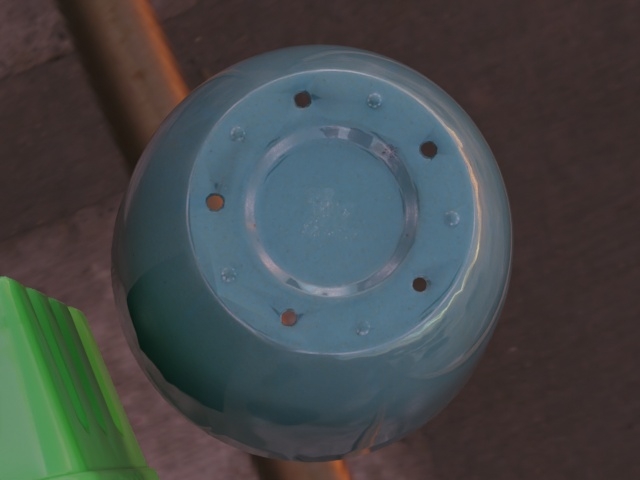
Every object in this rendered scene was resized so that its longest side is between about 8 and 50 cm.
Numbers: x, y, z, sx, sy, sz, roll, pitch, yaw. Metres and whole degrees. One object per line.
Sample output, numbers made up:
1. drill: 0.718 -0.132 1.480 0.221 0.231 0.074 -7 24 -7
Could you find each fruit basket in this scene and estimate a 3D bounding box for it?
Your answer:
1. fruit basket: -0.253 0.229 1.230 0.283 0.392 0.392 -10 85 1

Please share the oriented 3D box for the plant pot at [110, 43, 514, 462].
1. plant pot: 0.000 0.000 1.232 0.293 0.235 0.293 1 81 -4
